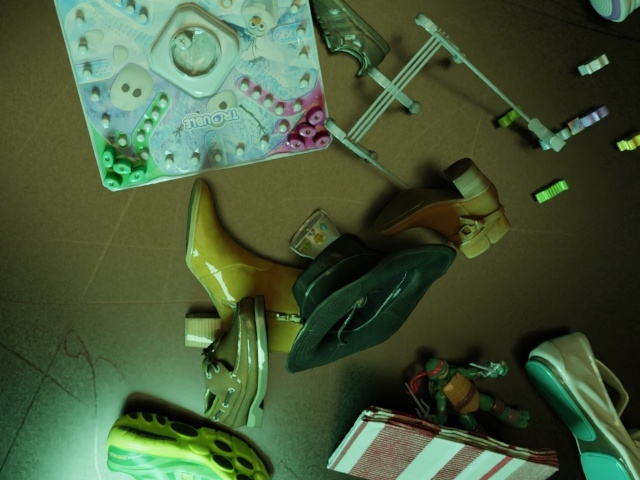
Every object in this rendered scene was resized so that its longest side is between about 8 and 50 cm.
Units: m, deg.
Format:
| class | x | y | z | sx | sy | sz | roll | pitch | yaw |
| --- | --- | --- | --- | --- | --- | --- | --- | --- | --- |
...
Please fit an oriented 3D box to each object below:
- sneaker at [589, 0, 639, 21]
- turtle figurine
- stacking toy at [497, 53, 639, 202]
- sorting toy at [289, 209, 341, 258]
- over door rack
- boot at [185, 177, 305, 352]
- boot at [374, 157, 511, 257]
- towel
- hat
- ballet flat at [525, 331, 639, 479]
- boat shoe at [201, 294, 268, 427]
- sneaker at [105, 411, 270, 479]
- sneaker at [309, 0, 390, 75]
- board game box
| class | x | y | z | sx | sy | sz | roll | pitch | yaw |
| --- | --- | --- | --- | --- | --- | --- | --- | --- | --- |
| sneaker | 0.484 | -0.512 | 1.337 | 0.152 | 0.114 | 0.305 | -31 | 131 | -8 |
| turtle figurine | 0.246 | 0.265 | 1.421 | 0.175 | 0.118 | 0.234 | -45 | 109 | 0 |
| stacking toy | 0.430 | -0.190 | 1.423 | 0.221 | 0.052 | 0.167 | -31 | 97 | 0 |
| sorting toy | 0.000 | 0.000 | 1.416 | 0.075 | 0.045 | 0.083 | 41 | 91 | -14 |
| over door rack | 0.195 | -0.180 | 1.370 | 0.324 | 0.108 | 0.239 | 37 | 104 | -20 |
| boot | -0.117 | 0.045 | 1.388 | 0.211 | 0.104 | 0.295 | 0 | 101 | -10 |
| boot | 0.199 | -0.025 | 1.341 | 0.197 | 0.073 | 0.152 | -30 | 123 | 14 |
| towel | 0.196 | 0.368 | 1.396 | 0.328 | 0.237 | 0.037 | 15 | 52 | -6 |
| hat | 0.049 | 0.071 | 1.336 | 0.331 | 0.331 | 0.134 | -40 | 67 | 0 |
| ballet flat | 0.503 | 0.332 | 1.452 | 0.139 | 0.139 | 0.400 | -31 | 96 | -1 |
| boat shoe | -0.137 | 0.203 | 1.320 | 0.104 | 0.111 | 0.307 | 3 | 133 | -6 |
| sneaker | -0.221 | 0.383 | 1.417 | 0.295 | 0.109 | 0.124 | 24 | 116 | -8 |
| sneaker | 0.025 | -0.349 | 1.369 | 0.188 | 0.066 | 0.071 | 39 | 93 | -6 |
| board game box | -0.199 | -0.296 | 1.326 | 0.389 | 0.050 | 0.390 | -12 | 108 | -4 |
